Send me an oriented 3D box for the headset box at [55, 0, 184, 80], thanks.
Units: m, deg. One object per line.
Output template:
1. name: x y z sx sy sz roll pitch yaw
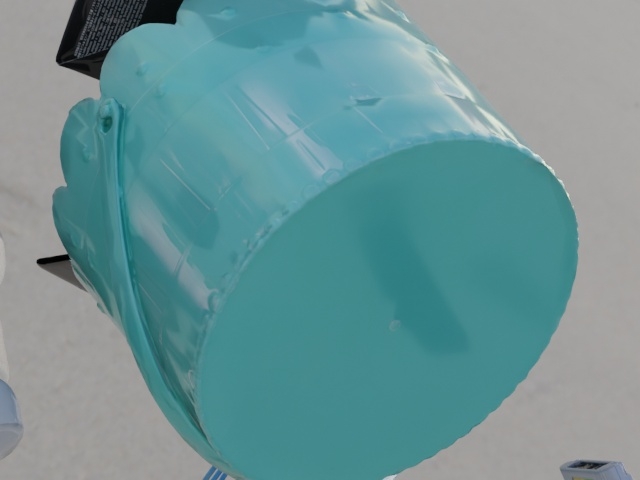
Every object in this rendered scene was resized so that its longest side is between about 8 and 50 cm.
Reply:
1. headset box: -0.066 -0.258 0.952 0.110 0.218 0.293 21 39 -11

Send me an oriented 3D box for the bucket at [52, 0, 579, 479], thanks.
1. bucket: 0.000 0.000 0.837 0.281 0.281 0.183 20 21 -41

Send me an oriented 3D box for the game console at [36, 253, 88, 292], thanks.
1. game console: -0.144 0.015 1.148 0.122 0.107 0.071 31 9 -34

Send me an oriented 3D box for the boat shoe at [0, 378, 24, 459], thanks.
1. boat shoe: -0.334 0.094 0.681 0.367 0.136 0.156 -18 70 -26

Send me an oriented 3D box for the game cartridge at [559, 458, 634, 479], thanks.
1. game cartridge: 0.158 0.147 0.784 0.056 0.017 0.083 62 -11 4

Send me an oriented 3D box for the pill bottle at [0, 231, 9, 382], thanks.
1. pill bottle: -0.380 -0.035 1.207 0.204 0.204 0.361 11 57 -51

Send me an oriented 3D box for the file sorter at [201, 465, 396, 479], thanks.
1. file sorter: -0.012 0.174 1.038 0.104 0.118 0.170 38 15 9
